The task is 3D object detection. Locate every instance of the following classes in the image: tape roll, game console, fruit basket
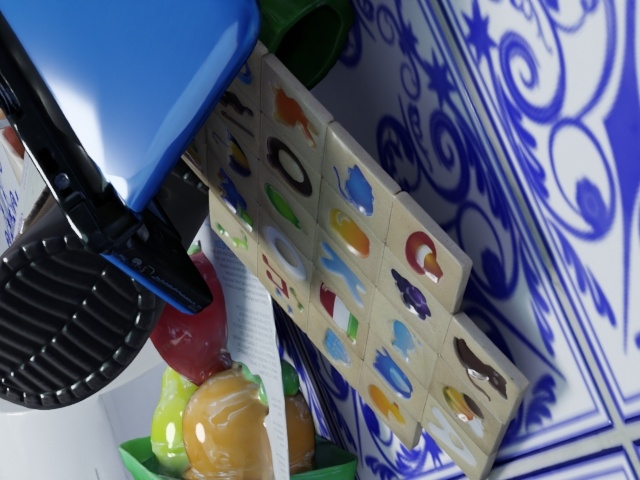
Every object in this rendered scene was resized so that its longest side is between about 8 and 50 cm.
[{"bbox_3d":[-0.253,0.220,1.670,0.246,0.246,0.169,22,129,66],"label":"tape roll"},{"bbox_3d":[-0.128,-0.135,0.941,0.293,0.173,0.250,56,-175,26],"label":"game console"},{"bbox_3d":[-0.072,0.115,1.256,0.327,0.165,0.353,-172,80,-69],"label":"fruit basket"}]

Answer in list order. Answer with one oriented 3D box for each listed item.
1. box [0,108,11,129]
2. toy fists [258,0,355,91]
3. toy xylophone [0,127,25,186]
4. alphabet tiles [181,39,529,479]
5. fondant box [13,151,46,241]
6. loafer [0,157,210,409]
[{"bbox_3d":[-0.347,-0.187,1.641,0.130,0.170,0.091,139,111,-71],"label":"box"},{"bbox_3d":[-0.037,-0.202,0.852,0.142,0.096,0.279,49,158,17],"label":"toy fists"},{"bbox_3d":[-0.309,-0.040,1.821,0.323,0.081,0.236,47,158,49],"label":"toy xylophone"},{"bbox_3d":[0.000,0.000,0.932,0.342,0.011,0.285,48,159,20],"label":"alphabet tiles"},{"bbox_3d":[-0.245,-0.040,1.476,0.330,0.096,0.238,161,116,-73],"label":"fondant box"},{"bbox_3d":[-0.158,-0.014,1.175,0.133,0.366,0.130,35,-159,-12],"label":"loafer"}]
